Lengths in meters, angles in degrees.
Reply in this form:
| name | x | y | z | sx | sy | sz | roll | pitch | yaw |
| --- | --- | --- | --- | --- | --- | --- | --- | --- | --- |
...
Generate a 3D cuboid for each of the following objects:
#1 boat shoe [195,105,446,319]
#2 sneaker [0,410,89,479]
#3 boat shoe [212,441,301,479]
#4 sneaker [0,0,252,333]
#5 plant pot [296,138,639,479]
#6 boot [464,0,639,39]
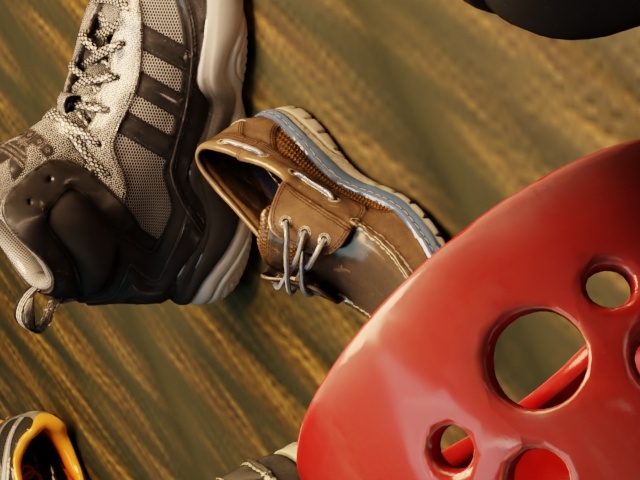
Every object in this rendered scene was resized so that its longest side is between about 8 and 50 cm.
| name | x | y | z | sx | sy | sz | roll | pitch | yaw |
| --- | --- | --- | --- | --- | --- | --- | --- | --- | --- |
| boat shoe | 0.000 | 0.000 | 0.876 | 0.183 | 0.066 | 0.066 | 43 | 139 | 42 |
| sneaker | -0.200 | 0.227 | 1.322 | 0.083 | 0.084 | 0.215 | -38 | 70 | 54 |
| boat shoe | -0.010 | 0.237 | 1.005 | 0.084 | 0.079 | 0.233 | -16 | 92 | 59 |
| sneaker | -0.124 | -0.075 | 0.961 | 0.101 | 0.153 | 0.269 | 26 | 126 | 52 |
| plant pot | 0.112 | 0.090 | 0.609 | 0.174 | 0.191 | 0.191 | 54 | 145 | 26 |
| boot | 0.222 | -0.028 | 0.428 | 0.445 | 0.146 | 0.367 | 57 | 149 | 19 |
